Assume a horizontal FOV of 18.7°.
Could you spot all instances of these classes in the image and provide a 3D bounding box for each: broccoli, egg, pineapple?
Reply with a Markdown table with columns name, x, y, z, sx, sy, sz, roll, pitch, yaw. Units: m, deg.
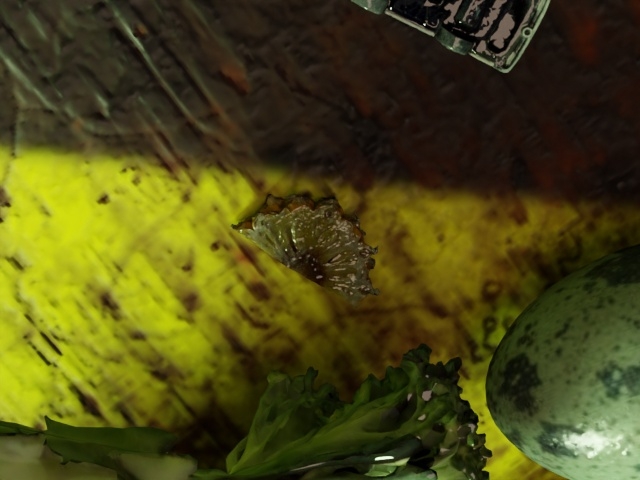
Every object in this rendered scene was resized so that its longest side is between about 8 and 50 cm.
| name | x | y | z | sx | sy | sz | roll | pitch | yaw |
| --- | --- | --- | --- | --- | --- | --- | --- | --- | --- |
| broccoli | -0.099 | 0.162 | 0.882 | 0.361 | 0.221 | 0.252 | 4 | 125 | -33 |
| egg | 0.171 | 0.068 | 1.004 | 0.172 | 0.132 | 0.132 | -11 | 117 | 1 |
| pineapple | 0.000 | 0.000 | 0.986 | 0.083 | 0.019 | 0.045 | 36 | 103 | -24 |

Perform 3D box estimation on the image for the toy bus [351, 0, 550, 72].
| name | x | y | z | sx | sy | sz | roll | pitch | yaw |
| --- | --- | --- | --- | --- | --- | --- | --- | --- | --- |
| toy bus | 0.052 | -0.124 | 0.923 | 0.102 | 0.058 | 0.052 | 24 | 106 | -19 |
